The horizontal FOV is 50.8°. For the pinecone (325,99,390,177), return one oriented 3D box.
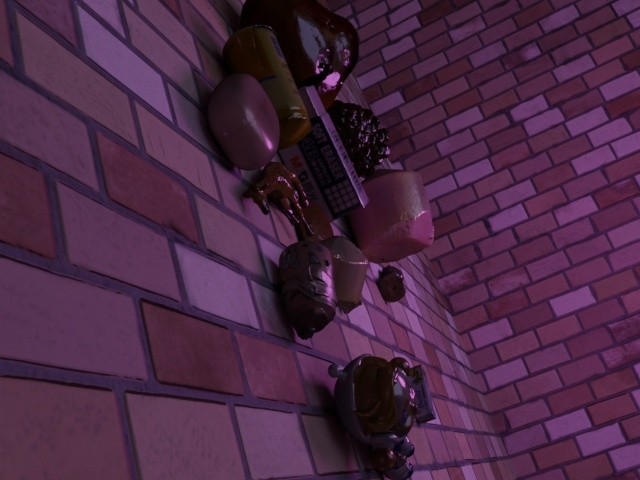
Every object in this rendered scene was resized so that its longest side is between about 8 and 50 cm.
[{"bbox_3d":[0.074,-0.266,1.808,0.228,0.203,0.201,30,-3,8],"label":"pinecone"}]

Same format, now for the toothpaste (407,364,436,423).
[{"bbox_3d":[0.250,0.379,1.675,0.164,0.046,0.034,-93,157,-56],"label":"toothpaste"}]

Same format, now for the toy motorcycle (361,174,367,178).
[{"bbox_3d":[0.056,-0.320,2.052,0.297,0.109,0.198,57,6,-25],"label":"toy motorcycle"}]

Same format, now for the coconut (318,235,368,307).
[{"bbox_3d":[0.027,0.052,1.205,0.116,0.116,0.122,-13,111,-76],"label":"coconut"}]

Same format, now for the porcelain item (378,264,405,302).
[{"bbox_3d":[0.208,0.114,1.952,0.081,0.069,0.216,60,9,-6],"label":"porcelain item"}]

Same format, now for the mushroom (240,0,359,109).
[{"bbox_3d":[-0.064,-0.446,1.638,0.345,0.259,0.346,22,57,-39],"label":"mushroom"}]

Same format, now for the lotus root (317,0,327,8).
[{"bbox_3d":[-0.048,-0.781,2.332,0.284,0.146,0.160,-51,136,-68],"label":"lotus root"}]

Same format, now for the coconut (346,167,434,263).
[{"bbox_3d":[0.187,-0.079,1.823,0.233,0.233,0.245,41,33,-60],"label":"coconut"}]

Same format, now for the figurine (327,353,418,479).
[{"bbox_3d":[0.102,0.288,1.121,0.274,0.133,0.194,54,40,-60],"label":"figurine"}]

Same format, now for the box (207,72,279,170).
[{"bbox_3d":[-0.127,-0.202,1.139,0.146,0.088,0.200,57,15,-28],"label":"box"}]

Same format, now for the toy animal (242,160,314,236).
[{"bbox_3d":[-0.076,-0.088,1.215,0.275,0.054,0.149,36,35,-69],"label":"toy animal"}]

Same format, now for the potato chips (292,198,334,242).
[{"bbox_3d":[0.000,0.000,1.373,0.150,0.049,0.202,42,33,-49],"label":"potato chips"}]

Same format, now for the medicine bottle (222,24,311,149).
[{"bbox_3d":[-0.104,-0.289,1.310,0.124,0.124,0.239,31,37,-67],"label":"medicine bottle"}]

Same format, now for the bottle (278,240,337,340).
[{"bbox_3d":[-0.018,0.080,1.070,0.099,0.098,0.152,54,21,-41],"label":"bottle"}]

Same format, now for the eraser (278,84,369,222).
[{"bbox_3d":[-0.013,-0.181,1.464,0.287,0.130,0.086,65,17,-10],"label":"eraser"}]

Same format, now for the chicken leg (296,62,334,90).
[{"bbox_3d":[-0.034,-0.302,1.498,0.053,0.093,0.205,-42,151,-55],"label":"chicken leg"}]

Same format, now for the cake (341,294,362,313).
[{"bbox_3d":[0.062,0.102,1.419,0.065,0.052,0.121,52,19,-53],"label":"cake"}]
